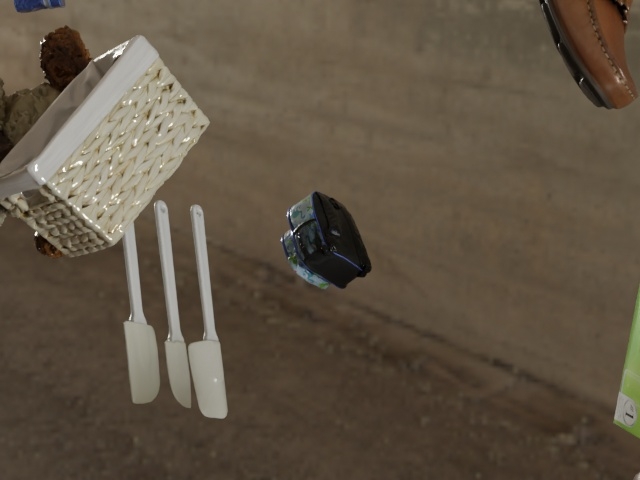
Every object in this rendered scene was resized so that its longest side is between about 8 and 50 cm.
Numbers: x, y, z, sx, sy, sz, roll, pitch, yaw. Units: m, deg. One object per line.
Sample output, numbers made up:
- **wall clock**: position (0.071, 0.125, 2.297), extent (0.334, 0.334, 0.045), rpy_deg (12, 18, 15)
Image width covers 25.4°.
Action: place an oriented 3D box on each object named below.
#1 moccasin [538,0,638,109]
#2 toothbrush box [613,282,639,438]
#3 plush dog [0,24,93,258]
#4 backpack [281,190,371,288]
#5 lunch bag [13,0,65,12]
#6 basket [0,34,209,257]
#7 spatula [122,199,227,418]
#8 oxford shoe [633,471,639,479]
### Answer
- **moccasin**: position (0.318, -0.321, 1.598), extent (0.147, 0.139, 0.380), rpy_deg (-13, 56, 21)
- **toothbrush box**: position (0.447, 0.143, 1.519), extent (0.122, 0.206, 0.283), rpy_deg (6, 9, -19)
- **plush dog**: position (-0.307, -0.088, 1.348), extent (0.225, 0.262, 0.210), rpy_deg (1, 24, -9)
- **backpack**: position (0.000, 0.000, 1.848), extent (0.084, 0.114, 0.105), rpy_deg (-32, -36, 23)
- **lunch bag**: position (-0.338, -0.312, 1.715), extent (0.065, 0.067, 0.098), rpy_deg (-9, 10, -5)
- **basket**: position (-0.189, -0.077, 1.228), extent (0.113, 0.103, 0.167), rpy_deg (-12, 38, 56)
- **spatula**: position (-0.157, 0.063, 1.495), extent (0.019, 0.242, 0.168), rpy_deg (-21, -22, 31)
- **oxford shoe**: position (0.372, 0.321, 1.571), extent (0.130, 0.133, 0.363), rpy_deg (-13, 0, 21)
